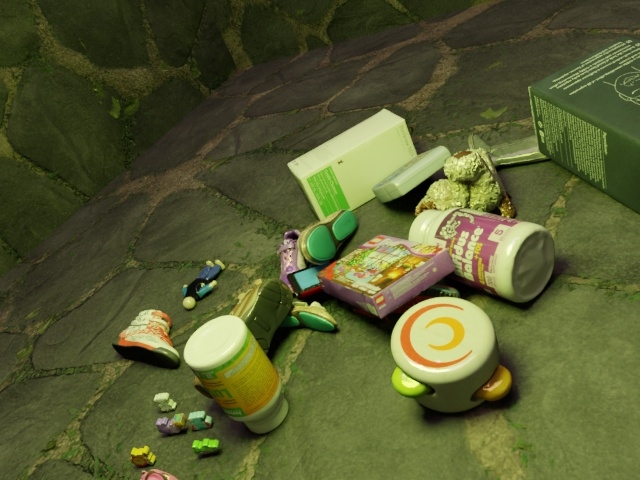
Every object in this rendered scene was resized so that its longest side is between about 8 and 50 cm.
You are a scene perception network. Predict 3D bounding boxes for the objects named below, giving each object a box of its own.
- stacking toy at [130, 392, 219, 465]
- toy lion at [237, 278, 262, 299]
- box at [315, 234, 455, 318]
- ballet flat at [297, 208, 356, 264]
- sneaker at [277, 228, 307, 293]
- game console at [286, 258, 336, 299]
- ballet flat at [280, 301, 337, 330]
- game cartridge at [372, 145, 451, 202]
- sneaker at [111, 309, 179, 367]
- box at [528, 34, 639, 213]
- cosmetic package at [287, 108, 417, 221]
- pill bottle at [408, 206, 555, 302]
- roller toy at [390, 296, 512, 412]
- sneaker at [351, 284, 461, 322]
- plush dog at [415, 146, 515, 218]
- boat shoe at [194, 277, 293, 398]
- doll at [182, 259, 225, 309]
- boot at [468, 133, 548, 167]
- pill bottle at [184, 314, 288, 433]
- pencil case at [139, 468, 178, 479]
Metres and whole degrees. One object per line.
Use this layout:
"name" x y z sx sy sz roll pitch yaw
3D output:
"stacking toy" -0.306 0.416 1.331 0.221 0.052 0.166 -13 33 17
"toy lion" -0.168 0.147 1.632 0.100 0.034 0.096 -40 26 -20
"box" 0.136 0.071 1.331 0.201 0.057 0.293 -30 17 -18
"ballet flat" 0.000 0.000 1.628 0.106 0.107 0.316 -18 7 31
"sneaker" -0.081 0.054 1.648 0.095 0.104 0.236 -15 34 18
"game console" -0.004 0.090 1.517 0.144 0.085 0.124 -19 -13 -14
"ballet flat" -0.037 0.179 1.455 0.206 0.073 0.067 0 43 36
"game cartridge" 0.245 -0.181 1.674 0.198 0.062 0.297 -32 4 -3
"sneaker" -0.454 0.262 1.632 0.270 0.090 0.145 -1 42 41
"box" 0.741 -0.283 1.383 0.294 0.211 0.395 -28 36 -2
"cosmetic package" 0.108 -0.232 1.848 0.366 0.196 0.155 -31 31 -4
"pill bottle" 0.344 0.018 1.310 0.169 0.169 0.302 -41 33 -22
"roller toy" 0.241 0.217 1.112 0.210 0.146 0.191 -12 42 13
"sneaker" 0.199 0.113 1.345 0.262 0.104 0.125 -4 36 34
"plush dog" 0.355 -0.106 1.526 0.226 0.210 0.262 -29 -1 24
"boat shoe" -0.187 0.230 1.401 0.120 0.122 0.324 -12 34 51
"doll" -0.362 0.135 1.798 0.129 0.046 0.189 -6 36 33
"boot" 0.539 -0.270 1.690 0.209 0.076 0.189 -21 45 24
"pill bottle" -0.163 0.286 1.220 0.137 0.245 0.136 -20 31 13
"pencil case" -0.353 0.548 1.124 0.098 0.095 0.209 23 45 9
